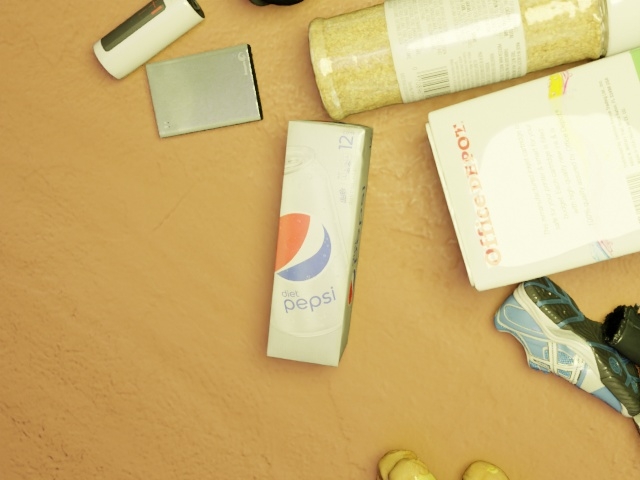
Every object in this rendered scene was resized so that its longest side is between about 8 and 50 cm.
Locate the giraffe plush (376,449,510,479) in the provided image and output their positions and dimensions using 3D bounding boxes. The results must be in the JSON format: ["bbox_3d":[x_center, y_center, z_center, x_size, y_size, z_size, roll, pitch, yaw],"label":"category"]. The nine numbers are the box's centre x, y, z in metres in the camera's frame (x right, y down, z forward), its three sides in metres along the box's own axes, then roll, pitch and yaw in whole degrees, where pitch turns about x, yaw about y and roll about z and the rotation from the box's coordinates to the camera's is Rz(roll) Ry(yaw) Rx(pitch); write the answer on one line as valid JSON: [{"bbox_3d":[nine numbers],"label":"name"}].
[{"bbox_3d":[0.181,0.340,0.877,0.171,0.181,0.210,-18,85,-9],"label":"giraffe plush"}]

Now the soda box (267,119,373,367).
[{"bbox_3d":[0.000,0.000,0.872,0.091,0.098,0.286,8,101,9],"label":"soda box"}]

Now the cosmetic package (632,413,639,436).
[{"bbox_3d":[0.500,0.209,0.839,0.239,0.060,0.098,-23,96,13],"label":"cosmetic package"}]

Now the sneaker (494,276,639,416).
[{"bbox_3d":[0.300,0.133,0.863,0.211,0.080,0.081,45,128,-1],"label":"sneaker"}]

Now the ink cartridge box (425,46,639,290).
[{"bbox_3d":[0.277,-0.076,0.787,0.278,0.117,0.201,-16,86,12],"label":"ink cartridge box"}]

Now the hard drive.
[{"bbox_3d":[-0.145,-0.187,0.904,0.135,0.022,0.094,-9,98,11],"label":"hard drive"}]

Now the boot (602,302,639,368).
[{"bbox_3d":[0.370,0.137,0.825,0.099,0.121,0.045,39,138,-9],"label":"boot"}]

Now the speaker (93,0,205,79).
[{"bbox_3d":[-0.210,-0.258,0.888,0.136,0.055,0.055,-31,93,13],"label":"speaker"}]

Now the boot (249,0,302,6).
[{"bbox_3d":[0.092,-0.328,0.745,0.348,0.131,0.260,-45,70,13],"label":"boot"}]

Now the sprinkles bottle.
[{"bbox_3d":[0.169,-0.228,0.792,0.356,0.121,0.121,-11,97,11],"label":"sprinkles bottle"}]
